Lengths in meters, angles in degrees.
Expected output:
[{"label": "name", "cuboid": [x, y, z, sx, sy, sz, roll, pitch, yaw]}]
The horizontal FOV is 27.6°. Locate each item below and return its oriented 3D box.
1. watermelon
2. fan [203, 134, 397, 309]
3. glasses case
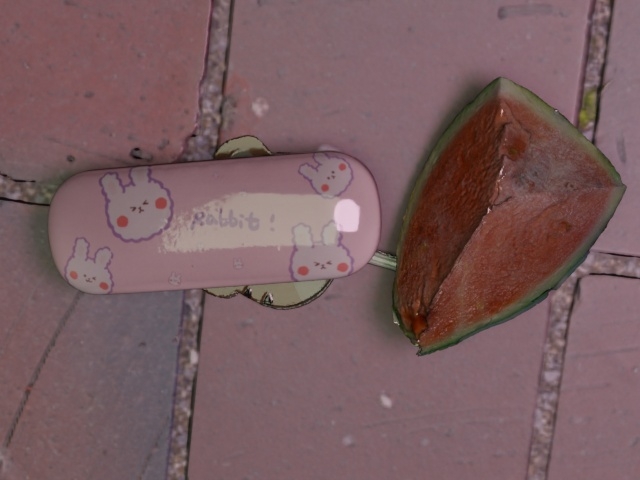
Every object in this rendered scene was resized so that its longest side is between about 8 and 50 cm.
[{"label": "watermelon", "cuboid": [0.163, -0.009, 1.131, 0.146, 0.128, 0.231, 18, 115, -26]}, {"label": "fan", "cuboid": [0.000, 0.000, 1.181, 0.226, 0.008, 0.153, 15, 98, 3]}, {"label": "glasses case", "cuboid": [-0.094, -0.015, 1.146, 0.296, 0.075, 0.113, -5, 94, 6]}]
